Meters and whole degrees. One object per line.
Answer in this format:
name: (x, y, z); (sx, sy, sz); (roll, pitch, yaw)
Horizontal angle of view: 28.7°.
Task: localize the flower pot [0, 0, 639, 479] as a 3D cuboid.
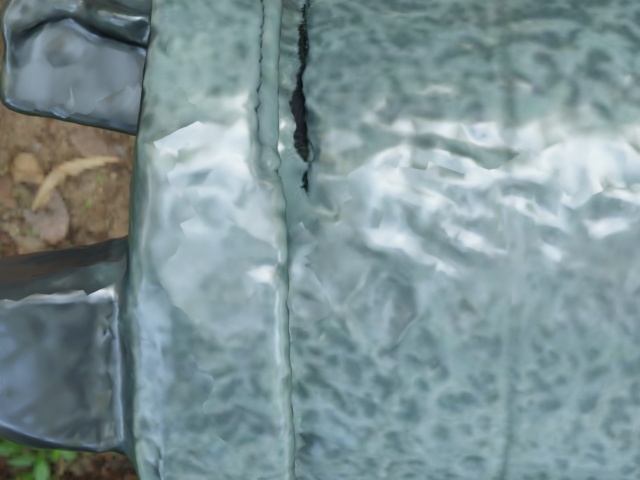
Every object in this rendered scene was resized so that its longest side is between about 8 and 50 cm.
flower pot: (0.000, 0.000, 0.553); (0.283, 0.299, 0.299); (-1, 133, -1)
